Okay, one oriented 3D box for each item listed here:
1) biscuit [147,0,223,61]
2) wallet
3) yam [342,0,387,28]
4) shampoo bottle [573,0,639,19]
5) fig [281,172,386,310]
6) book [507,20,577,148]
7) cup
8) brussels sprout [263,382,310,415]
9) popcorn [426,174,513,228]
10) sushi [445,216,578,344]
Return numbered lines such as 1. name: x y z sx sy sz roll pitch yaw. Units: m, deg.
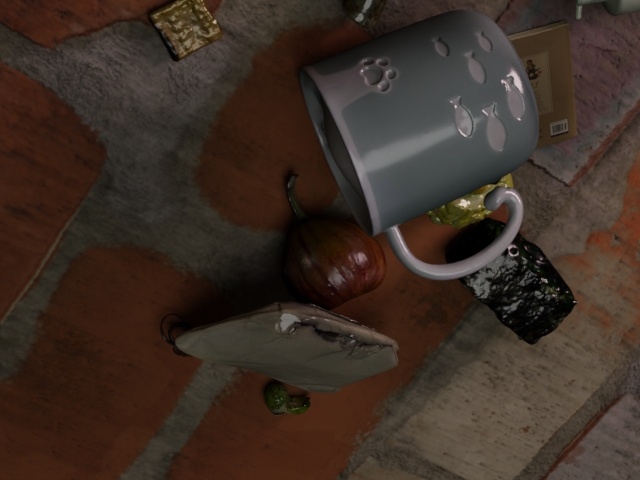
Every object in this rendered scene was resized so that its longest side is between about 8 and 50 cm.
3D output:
1. biscuit: -0.185 -0.296 1.772 0.081 0.018 0.083 -29 124 2
2. wallet: -0.046 0.164 1.990 0.335 0.068 0.275 23 152 -35
3. yam: 0.110 -0.422 1.758 0.061 0.061 0.274 19 113 -25
4. shampoo bottle: 0.494 -0.383 1.876 0.262 0.085 0.085 -13 123 -8
5. fig: 0.000 0.028 1.952 0.202 0.149 0.148 28 152 -3
6. book: 0.319 -0.227 1.960 0.138 0.016 0.198 -16 124 -6
7. cup: 0.164 -0.129 1.795 0.274 0.259 0.356 -24 88 -4
8. brussels sprout: -0.057 0.268 2.134 0.083 0.046 0.051 29 115 -30
9. popcorn: 0.218 -0.085 1.956 0.145 0.125 0.126 -15 133 7
10. sushi: 0.309 0.061 2.068 0.127 0.124 0.225 -44 116 11
